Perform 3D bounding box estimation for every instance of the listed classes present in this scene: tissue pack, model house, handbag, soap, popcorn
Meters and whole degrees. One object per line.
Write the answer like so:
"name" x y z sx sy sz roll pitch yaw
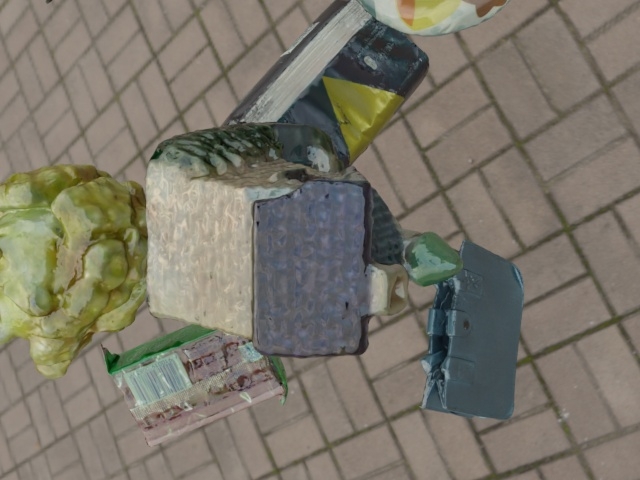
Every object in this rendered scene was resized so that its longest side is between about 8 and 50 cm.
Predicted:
"tissue pack" -0.011 -0.263 1.577 0.253 0.416 0.264 43 156 -6
"model house" -0.001 0.002 0.886 0.284 0.298 0.243 17 110 35
"handbag" 0.208 0.127 1.061 0.062 0.179 0.229 -4 71 42
"soap" -0.212 0.225 1.315 0.273 0.098 0.218 -23 108 3
"popcorn" -0.392 0.034 1.161 0.335 0.274 0.279 -36 97 34

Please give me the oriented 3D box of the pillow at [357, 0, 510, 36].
"pillow" 0.128 -0.336 0.837 0.214 0.086 0.233 21 93 18

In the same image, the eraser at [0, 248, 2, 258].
"eraser" -0.265 -0.046 0.388 0.069 0.158 0.226 -52 47 -3

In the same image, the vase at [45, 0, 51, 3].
"vase" -0.560 -0.504 1.413 0.167 0.059 0.059 32 118 -12
